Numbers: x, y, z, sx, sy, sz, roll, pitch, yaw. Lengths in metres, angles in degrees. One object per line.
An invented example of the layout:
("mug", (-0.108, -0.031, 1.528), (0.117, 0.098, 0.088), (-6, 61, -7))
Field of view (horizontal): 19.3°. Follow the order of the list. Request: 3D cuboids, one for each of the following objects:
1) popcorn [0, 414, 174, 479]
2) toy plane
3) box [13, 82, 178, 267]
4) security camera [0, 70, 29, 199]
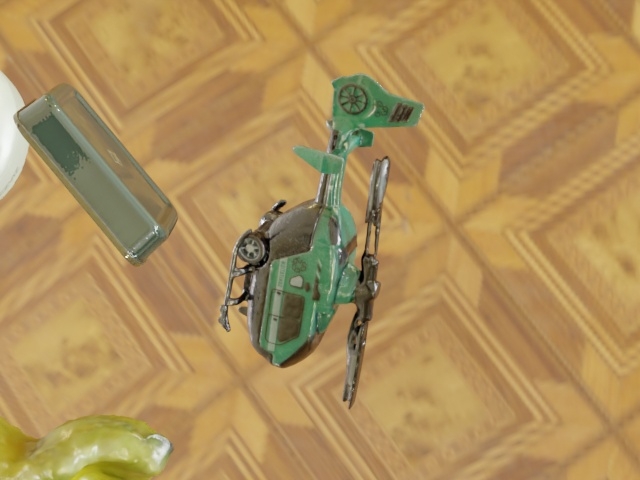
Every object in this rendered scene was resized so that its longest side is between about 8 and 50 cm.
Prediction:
("popcorn", (-0.258, 0.238, 1.437), (0.326, 0.321, 0.290), (-47, 34, -2))
("toy plane", (0.000, 0.000, 1.946), (0.155, 0.106, 0.382), (18, 116, 14))
("box", (-0.142, -0.045, 1.212), (0.031, 0.091, 0.126), (-38, 97, 9))
("security camera", (-0.422, -0.128, 1.897), (0.194, 0.236, 0.195), (-4, 78, 17))
